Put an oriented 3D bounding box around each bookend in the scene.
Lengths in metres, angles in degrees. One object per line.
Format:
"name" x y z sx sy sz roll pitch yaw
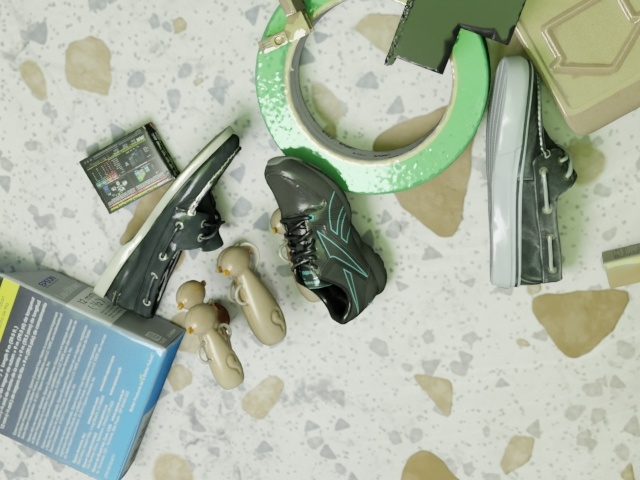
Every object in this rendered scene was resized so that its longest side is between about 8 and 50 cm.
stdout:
"bookend" 0.183 -0.279 1.537 0.157 0.072 0.156 20 110 2

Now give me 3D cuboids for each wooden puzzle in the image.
"wooden puzzle" 0.396 -0.358 1.561 0.322 0.080 0.348 -29 103 16

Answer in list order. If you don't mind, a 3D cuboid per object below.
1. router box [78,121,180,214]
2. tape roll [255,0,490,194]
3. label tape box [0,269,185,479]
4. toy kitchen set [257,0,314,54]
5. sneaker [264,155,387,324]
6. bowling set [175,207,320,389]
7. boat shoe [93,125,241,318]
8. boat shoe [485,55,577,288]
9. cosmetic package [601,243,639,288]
"router box" -0.281 -0.107 1.765 0.122 0.038 0.092 -26 98 16
"tape roll" 0.073 -0.226 1.650 0.321 0.077 0.321 3 105 10
"label tape box" -0.415 0.186 1.832 0.347 0.115 0.249 24 107 6
"toy kitchen set" -0.061 -0.299 1.579 0.075 0.068 0.083 -23 99 15
"sneaker" 0.000 0.000 1.668 0.101 0.106 0.267 -8 125 48
"bowling set" -0.141 0.082 1.716 0.200 0.287 0.154 -9 115 41
"boat shoe" -0.197 -0.014 1.730 0.113 0.127 0.340 39 109 -3
"boat shoe" 0.290 -0.093 1.637 0.119 0.121 0.335 -2 117 2
"cosmetic package" 0.453 0.029 1.659 0.115 0.060 0.041 -14 102 15
